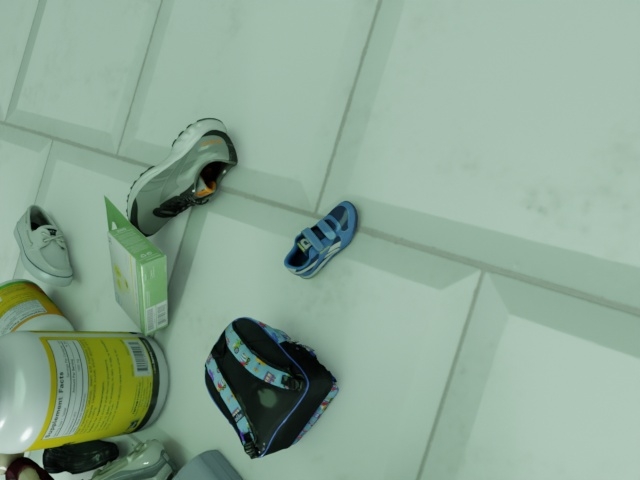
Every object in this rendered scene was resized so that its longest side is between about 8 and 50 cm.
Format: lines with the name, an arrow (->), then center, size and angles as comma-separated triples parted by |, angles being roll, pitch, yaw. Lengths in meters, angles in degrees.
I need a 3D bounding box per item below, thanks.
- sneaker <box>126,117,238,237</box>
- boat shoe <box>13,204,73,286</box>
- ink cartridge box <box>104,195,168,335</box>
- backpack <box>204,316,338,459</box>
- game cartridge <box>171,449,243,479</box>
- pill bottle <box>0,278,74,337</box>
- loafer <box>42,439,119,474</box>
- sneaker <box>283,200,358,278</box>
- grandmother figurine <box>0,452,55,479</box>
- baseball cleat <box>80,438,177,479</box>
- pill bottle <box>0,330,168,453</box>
sneaker -> -0.255, -0.096, 0.981 | 0.271, 0.100, 0.108 | -44, 65, 20
boat shoe -> -0.625, 0.005, 1.218 | 0.258, 0.095, 0.084 | 39, 108, 32
ink cartridge box -> -0.368, 0.043, 1.014 | 0.235, 0.056, 0.171 | 35, 132, 32
backpack -> -0.082, 0.203, 0.793 | 0.173, 0.116, 0.158 | 40, 105, 32
game cartridge -> -0.205, 0.502, 0.866 | 0.196, 0.060, 0.295 | 35, 102, 38
pill bottle -> -0.613, 0.197, 1.149 | 0.245, 0.136, 0.137 | 32, 100, 34
loafer -> -0.475, 0.408, 1.052 | 0.223, 0.076, 0.079 | -18, 82, 35
sneaker -> 0.000, 0.000, 0.809 | 0.144, 0.059, 0.053 | -52, 56, 15
grandmother figurine -> -0.517, 0.469, 0.987 | 0.342, 0.104, 0.208 | 39, 134, 17
baseball cleat -> -0.335, 0.425, 0.938 | 0.205, 0.072, 0.109 | -35, 94, 25
pill bottle -> -0.440, 0.246, 0.900 | 0.187, 0.333, 0.188 | -7, 77, 34
